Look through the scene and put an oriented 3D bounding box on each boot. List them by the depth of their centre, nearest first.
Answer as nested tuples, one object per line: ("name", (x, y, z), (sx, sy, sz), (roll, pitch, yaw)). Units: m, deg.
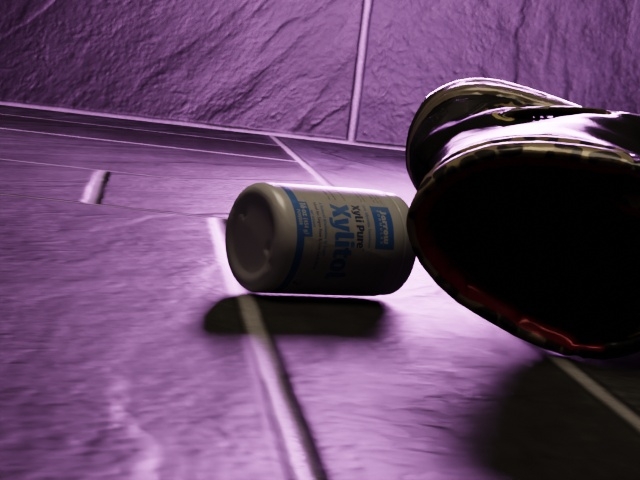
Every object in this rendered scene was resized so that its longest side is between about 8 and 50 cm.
("boot", (0.226, -0.002, 1.209), (0.377, 0.138, 0.284), (18, 13, 4))

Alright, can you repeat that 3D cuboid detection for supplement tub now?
("supplement tub", (0.000, 0.000, 1.237), (0.107, 0.071, 0.071), (2, 7, -34))

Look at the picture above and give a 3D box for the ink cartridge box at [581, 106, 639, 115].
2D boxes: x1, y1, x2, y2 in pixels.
("ink cartridge box", (0.357, -0.043, 1.799), (0.306, 0.131, 0.226), (5, 7, -43))
